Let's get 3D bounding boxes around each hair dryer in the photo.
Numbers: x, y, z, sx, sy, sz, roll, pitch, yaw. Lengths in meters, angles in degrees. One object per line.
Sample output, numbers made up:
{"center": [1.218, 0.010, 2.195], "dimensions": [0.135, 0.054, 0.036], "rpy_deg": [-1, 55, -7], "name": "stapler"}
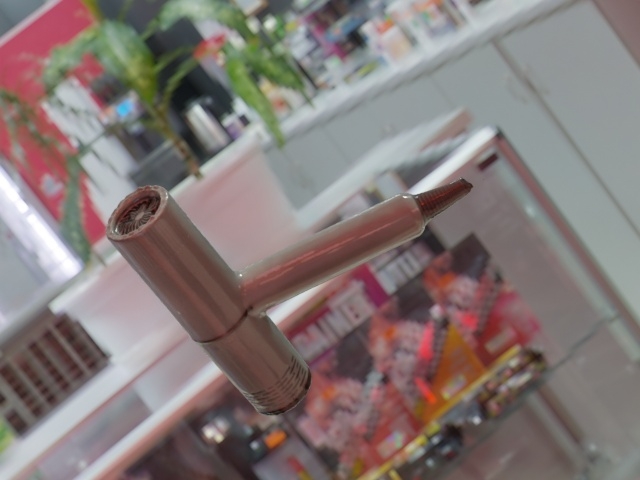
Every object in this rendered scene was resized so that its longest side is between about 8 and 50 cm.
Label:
{"center": [-0.002, -0.006, 0.830], "dimensions": [0.183, 0.155, 0.044], "rpy_deg": [-37, 36, 2], "name": "hair dryer"}
